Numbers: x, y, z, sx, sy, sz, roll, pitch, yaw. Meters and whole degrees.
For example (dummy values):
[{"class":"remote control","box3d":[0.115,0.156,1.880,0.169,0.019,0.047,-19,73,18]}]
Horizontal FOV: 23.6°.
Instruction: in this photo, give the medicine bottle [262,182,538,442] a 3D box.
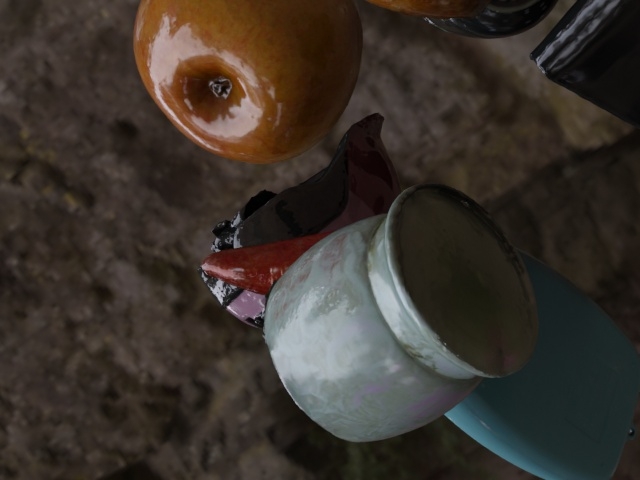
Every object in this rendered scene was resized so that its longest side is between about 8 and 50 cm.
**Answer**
[{"class":"medicine bottle","box3d":[0.056,0.051,1.044,0.147,0.143,0.147,28,-134,-33]}]

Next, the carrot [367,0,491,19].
[{"class":"carrot","box3d":[0.019,-0.219,0.953,0.225,0.159,0.159,46,-160,4]}]

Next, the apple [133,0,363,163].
[{"class":"apple","box3d":[-0.093,-0.241,1.938,0.299,0.299,0.275,47,-149,-22]}]

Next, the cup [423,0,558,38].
[{"class":"cup","box3d":[0.165,-0.330,1.757,0.223,0.169,0.176,33,178,-11]}]

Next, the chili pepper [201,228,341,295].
[{"class":"chili pepper","box3d":[0.028,0.019,1.337,0.063,0.272,0.071,-38,-60,-71]}]

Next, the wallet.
[{"class":"wallet","box3d":[0.434,-0.298,1.667,0.228,0.406,0.062,21,-146,-31]}]

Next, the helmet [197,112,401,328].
[{"class":"helmet","box3d":[0.000,0.000,1.528,0.253,0.198,0.154,-29,-99,-40]}]

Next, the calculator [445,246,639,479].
[{"class":"calculator","box3d":[0.273,0.157,1.933,0.386,0.054,0.256,35,-118,-27]}]
